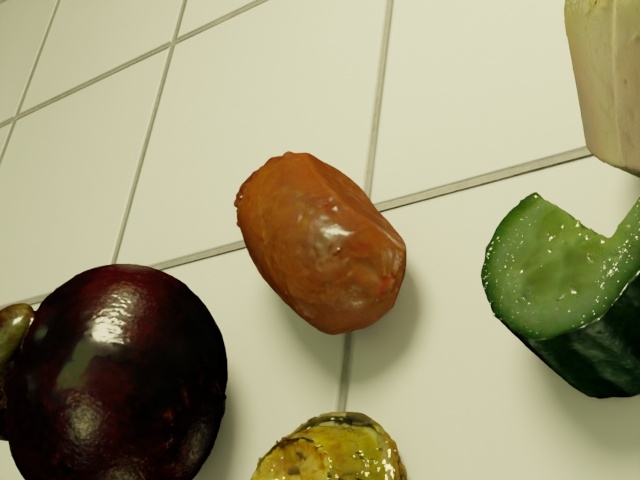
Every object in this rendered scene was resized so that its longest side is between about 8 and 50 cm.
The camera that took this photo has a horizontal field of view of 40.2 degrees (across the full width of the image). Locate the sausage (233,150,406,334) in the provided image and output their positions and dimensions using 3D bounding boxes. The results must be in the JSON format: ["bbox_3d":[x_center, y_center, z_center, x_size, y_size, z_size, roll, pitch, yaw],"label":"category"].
[{"bbox_3d":[-0.001,0.001,1.021,0.141,0.153,0.268,-55,40,13],"label":"sausage"}]

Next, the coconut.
[{"bbox_3d":[0.339,-0.150,0.762,0.239,0.244,0.239,-14,25,7],"label":"coconut"}]

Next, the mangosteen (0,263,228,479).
[{"bbox_3d":[-0.251,0.167,1.031,0.297,0.293,0.297,-34,36,29],"label":"mangosteen"}]

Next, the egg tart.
[{"bbox_3d":[-0.009,0.267,0.901,0.212,0.090,0.213,-27,45,30],"label":"egg tart"}]

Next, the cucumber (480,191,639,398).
[{"bbox_3d":[0.246,0.044,0.801,0.191,0.130,0.191,-28,40,26],"label":"cucumber"}]
